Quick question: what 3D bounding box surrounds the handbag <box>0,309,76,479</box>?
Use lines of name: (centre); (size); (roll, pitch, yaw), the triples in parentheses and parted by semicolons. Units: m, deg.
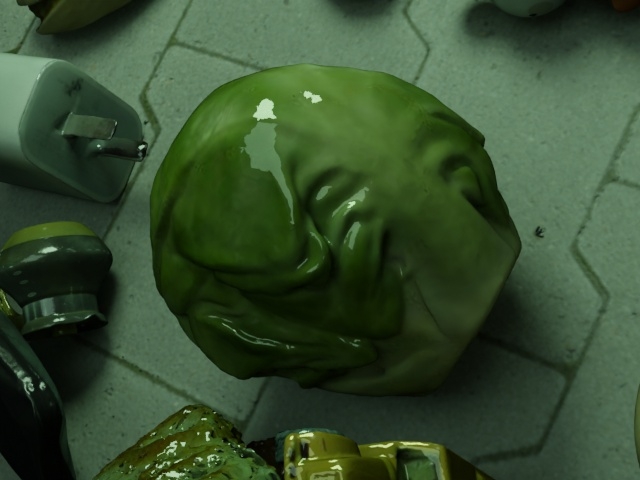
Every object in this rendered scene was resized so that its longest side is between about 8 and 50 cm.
handbag: (-0.359, 0.129, 1.197); (0.075, 0.191, 0.332); (-28, 53, -26)

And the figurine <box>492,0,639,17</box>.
figurine: (0.234, -0.285, 1.065); (0.271, 0.143, 0.143); (3, 73, 27)

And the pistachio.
pistachio: (-0.283, -0.338, 1.370); (0.226, 0.136, 0.136); (-31, 60, 23)

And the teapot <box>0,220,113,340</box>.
teapot: (-0.304, 0.051, 1.230); (0.166, 0.130, 0.119); (-19, 78, 32)

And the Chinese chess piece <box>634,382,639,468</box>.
Chinese chess piece: (0.375, 0.144, 0.839); (0.270, 0.112, 0.270); (-9, 68, 24)

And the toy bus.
toy bus: (0.073, 0.223, 0.836); (0.123, 0.335, 0.121); (-10, 66, 19)

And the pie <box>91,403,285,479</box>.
pie: (-0.177, 0.301, 0.889); (0.180, 0.418, 0.395); (44, 95, 5)

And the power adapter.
power adapter: (-0.310, -0.126, 1.258); (0.255, 0.187, 0.124); (13, 78, 30)

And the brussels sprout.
brussels sprout: (0.000, 0.000, 0.983); (0.328, 0.328, 0.247); (9, 54, 30)
